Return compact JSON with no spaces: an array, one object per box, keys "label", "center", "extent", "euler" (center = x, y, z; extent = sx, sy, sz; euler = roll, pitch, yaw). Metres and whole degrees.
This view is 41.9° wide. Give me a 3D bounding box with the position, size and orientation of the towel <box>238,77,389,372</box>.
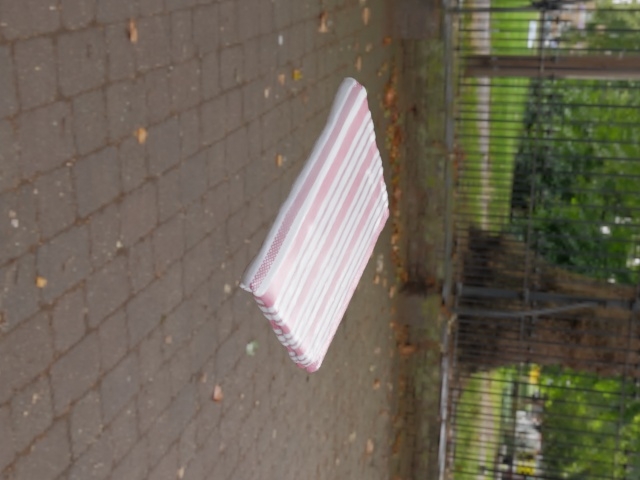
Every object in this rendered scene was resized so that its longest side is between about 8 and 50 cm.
[{"label":"towel","center":[0.000,0.000,0.559],"extent":[0.197,0.029,0.144],"euler":[68,44,-66]}]
